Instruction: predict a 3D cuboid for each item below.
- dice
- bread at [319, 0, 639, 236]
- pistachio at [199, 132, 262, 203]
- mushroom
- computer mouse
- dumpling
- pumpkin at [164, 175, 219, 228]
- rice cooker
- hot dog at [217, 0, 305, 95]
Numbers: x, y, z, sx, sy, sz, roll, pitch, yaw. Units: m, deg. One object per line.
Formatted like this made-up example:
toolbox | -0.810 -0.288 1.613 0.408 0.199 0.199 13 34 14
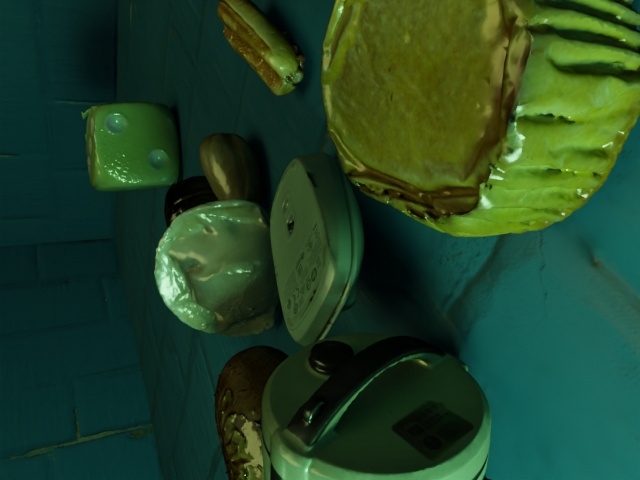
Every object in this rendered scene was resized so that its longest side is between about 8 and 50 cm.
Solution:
dice | -0.582 -0.283 1.592 0.252 0.255 0.249 2 100 61
bread | 0.113 -0.126 0.418 0.253 0.143 0.227 40 128 50
pistachio | -0.170 -0.129 0.984 0.126 0.108 0.185 -41 65 31
mushroom | -0.063 0.299 0.742 0.278 0.163 0.297 111 144 -80
computer mouse | 0.005 0.001 0.664 0.159 0.097 0.288 -62 29 32
dumpling | -0.168 0.061 0.894 0.175 0.227 0.243 163 97 -78
pumpkin | -0.253 -0.023 1.099 0.238 0.159 0.237 53 154 40
rice cooker | 0.054 0.212 0.504 0.226 0.226 0.244 32 129 57
hot dog | -0.096 -0.328 0.839 0.249 0.076 0.102 53 167 35
